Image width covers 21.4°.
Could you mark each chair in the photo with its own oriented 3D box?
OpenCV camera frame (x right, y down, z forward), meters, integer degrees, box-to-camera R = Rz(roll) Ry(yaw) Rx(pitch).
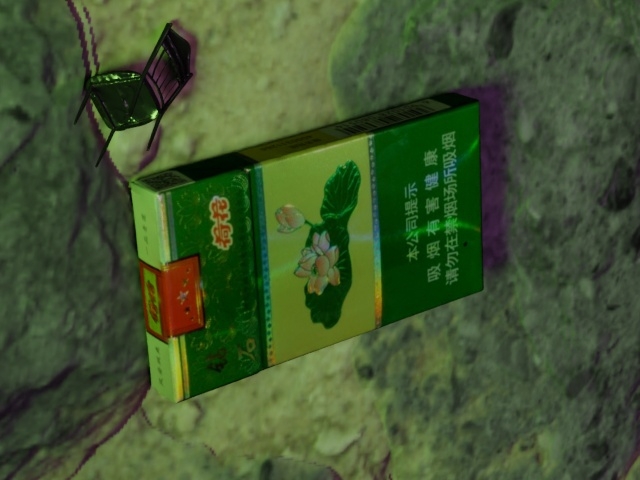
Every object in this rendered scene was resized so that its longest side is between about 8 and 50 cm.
[{"bbox_3d":[-0.101,-0.078,0.909,0.086,0.042,0.037,-68,144,-47],"label":"chair"}]

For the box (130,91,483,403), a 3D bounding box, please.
[{"bbox_3d":[0.000,0.000,1.011,0.235,0.034,0.132,-17,116,-32],"label":"box"}]
